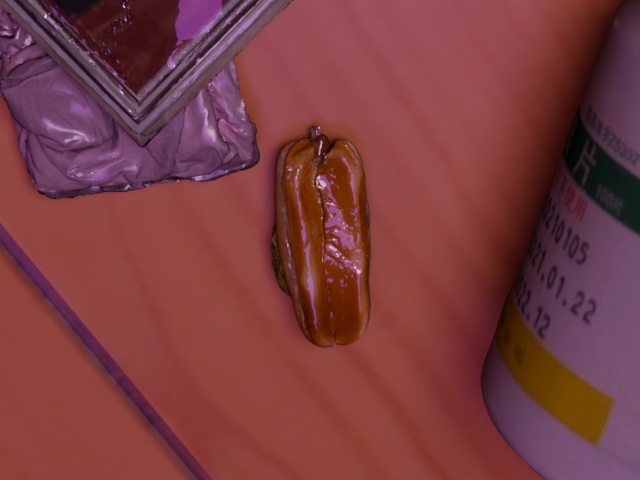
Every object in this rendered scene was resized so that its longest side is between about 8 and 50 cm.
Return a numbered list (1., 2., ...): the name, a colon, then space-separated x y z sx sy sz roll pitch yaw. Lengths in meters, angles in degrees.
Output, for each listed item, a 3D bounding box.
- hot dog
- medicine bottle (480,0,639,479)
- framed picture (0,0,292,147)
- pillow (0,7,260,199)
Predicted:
1. hot dog: 0.000 0.000 1.028 0.056 0.041 0.133 -6 109 -5
2. medicine bottle: 0.226 -0.035 0.911 0.208 0.208 0.340 15 113 -5
3. framed picture: -0.114 -0.211 0.905 0.273 0.016 0.216 45 107 -4
4. pillow: -0.116 -0.139 0.961 0.135 0.049 0.248 -6 111 9
